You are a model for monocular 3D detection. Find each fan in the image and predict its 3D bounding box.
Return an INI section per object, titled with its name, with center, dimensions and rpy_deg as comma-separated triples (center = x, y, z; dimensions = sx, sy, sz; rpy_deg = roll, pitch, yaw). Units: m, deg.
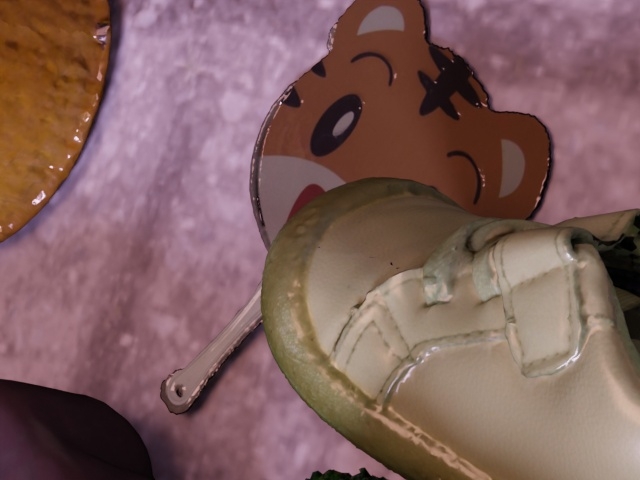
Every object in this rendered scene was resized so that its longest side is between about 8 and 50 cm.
[fan]
center = 0.000, 0.000, 0.840
dimensions = 0.227, 0.008, 0.152
rpy_deg = -50, 54, 18

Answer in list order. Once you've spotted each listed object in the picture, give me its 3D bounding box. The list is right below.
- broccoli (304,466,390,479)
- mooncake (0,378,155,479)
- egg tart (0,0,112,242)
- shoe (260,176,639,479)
[broccoli]
center = -0.036, 0.218, 0.632
dimensions = 0.297, 0.297, 0.298
rpy_deg = -168, 90, -85
[mooncake]
center = -0.158, 0.185, 0.841
dimensions = 0.245, 0.133, 0.245
rpy_deg = -11, 72, 37
[egg tart]
center = -0.222, -0.103, 0.960
dimensions = 0.202, 0.147, 0.203
rpy_deg = -10, 72, 35
[shoe]
center = 0.102, 0.045, 0.672
dimensions = 0.262, 0.140, 0.128
rpy_deg = 43, 116, 32
